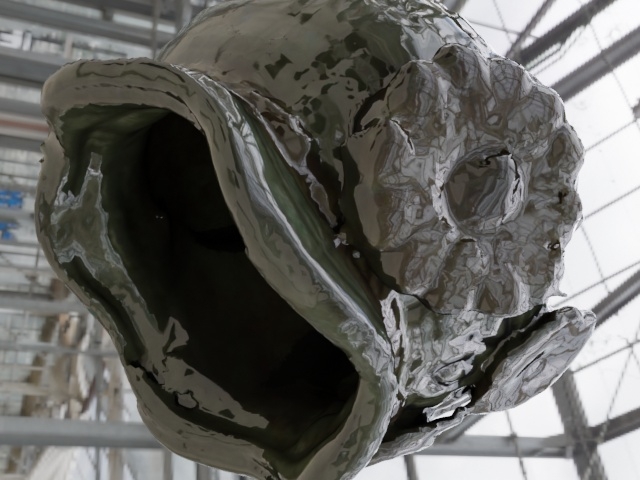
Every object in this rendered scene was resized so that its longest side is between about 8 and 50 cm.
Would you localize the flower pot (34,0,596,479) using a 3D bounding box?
[{"bbox_3d":[0.000,0.000,0.483,0.302,0.213,0.301,30,-42,32],"label":"flower pot"}]
